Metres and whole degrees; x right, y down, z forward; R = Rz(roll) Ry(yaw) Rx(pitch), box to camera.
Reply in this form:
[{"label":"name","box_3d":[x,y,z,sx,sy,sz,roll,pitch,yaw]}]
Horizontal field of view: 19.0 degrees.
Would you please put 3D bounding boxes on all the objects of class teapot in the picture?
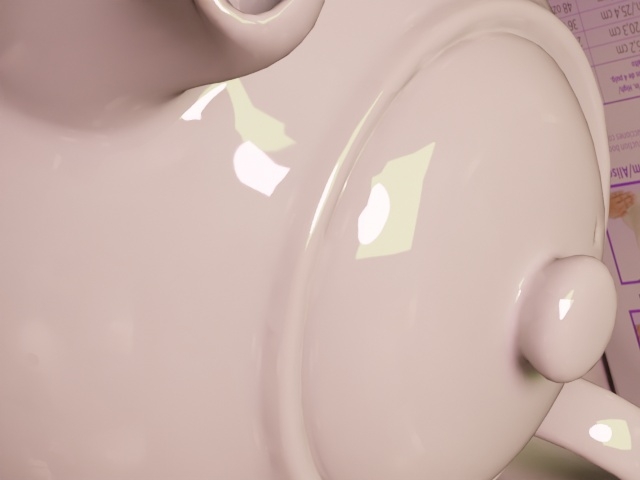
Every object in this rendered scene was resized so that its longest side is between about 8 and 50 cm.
[{"label":"teapot","box_3d":[0.000,0.000,0.541,0.256,0.187,0.252,-25,126,-49]}]

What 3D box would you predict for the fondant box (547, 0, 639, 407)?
[{"label":"fondant box","box_3d":[0.222,-0.009,0.806,0.238,0.096,0.330,-20,95,-36]}]
